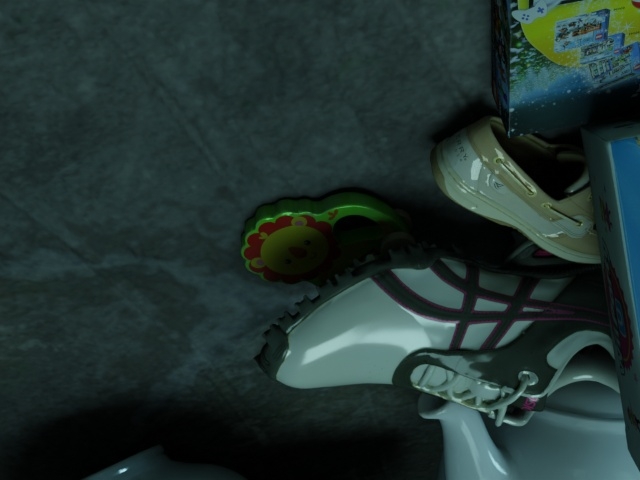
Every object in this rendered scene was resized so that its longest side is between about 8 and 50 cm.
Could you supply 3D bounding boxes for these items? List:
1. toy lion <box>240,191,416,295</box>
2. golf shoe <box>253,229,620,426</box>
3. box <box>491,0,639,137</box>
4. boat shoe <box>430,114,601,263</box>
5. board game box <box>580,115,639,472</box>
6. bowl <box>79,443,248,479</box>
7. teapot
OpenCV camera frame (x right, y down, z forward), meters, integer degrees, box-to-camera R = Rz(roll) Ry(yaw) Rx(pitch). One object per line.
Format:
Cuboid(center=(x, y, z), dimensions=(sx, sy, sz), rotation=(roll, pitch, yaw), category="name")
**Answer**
Cuboid(center=(0.000, 0.000, 0.759), dimensions=(0.096, 0.034, 0.100), rotation=(33, 125, -31), category="toy lion")
Cuboid(center=(0.096, 0.066, 0.745), dimensions=(0.273, 0.120, 0.105), rotation=(-12, 151, -17), category="golf shoe")
Cuboid(center=(0.211, -0.146, 0.613), dimensions=(0.233, 0.044, 0.159), rotation=(-11, 141, 0), category="box")
Cuboid(center=(0.153, -0.033, 0.723), dimensions=(0.170, 0.063, 0.059), rotation=(18, 139, -29), category="boat shoe")
Cuboid(center=(0.324, 0.016, 0.654), dimensions=(0.303, 0.097, 0.224), rotation=(-10, 101, 6), category="board game box")
Cuboid(center=(-0.167, 0.255, 0.903), dimensions=(0.298, 0.134, 0.298), rotation=(-26, 173, -3), category="bowl")
Cuboid(center=(0.215, 0.159, 0.877), dimensions=(0.253, 0.256, 0.187), rotation=(6, 103, 13), category="teapot")
